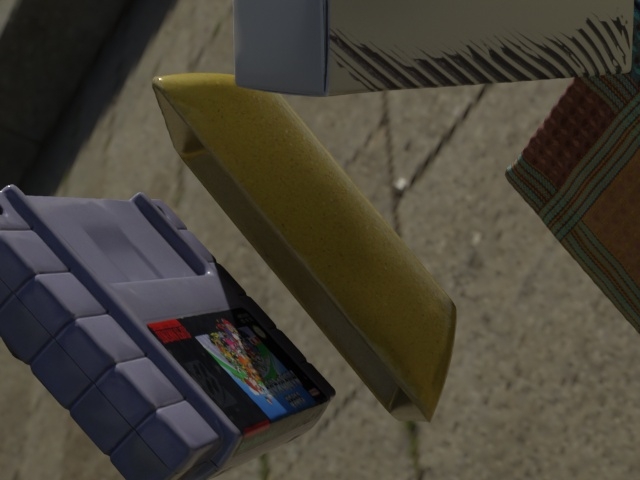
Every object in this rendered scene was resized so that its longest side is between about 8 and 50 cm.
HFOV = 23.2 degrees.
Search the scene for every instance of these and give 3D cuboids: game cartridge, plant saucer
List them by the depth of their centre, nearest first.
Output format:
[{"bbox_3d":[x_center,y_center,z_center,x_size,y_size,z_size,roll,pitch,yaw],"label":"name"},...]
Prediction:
[{"bbox_3d":[-0.112,0.060,1.097,0.068,0.230,0.355,-49,-10,10],"label":"game cartridge"},{"bbox_3d":[0.000,0.000,1.317,0.081,0.333,0.333,-39,-4,-6],"label":"plant saucer"}]

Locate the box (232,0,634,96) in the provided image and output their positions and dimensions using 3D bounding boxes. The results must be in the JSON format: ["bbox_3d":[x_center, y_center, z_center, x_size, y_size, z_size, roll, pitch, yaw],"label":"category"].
[{"bbox_3d":[0.081,-0.154,1.060,0.113,0.275,0.094,14,109,54],"label":"box"}]

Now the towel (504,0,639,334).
[{"bbox_3d":[0.334,0.000,1.355,0.040,0.370,0.271,-27,-21,-38],"label":"towel"}]

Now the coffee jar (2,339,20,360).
[{"bbox_3d":[-0.183,0.073,1.288,0.079,0.184,0.096,-49,50,13],"label":"coffee jar"}]
